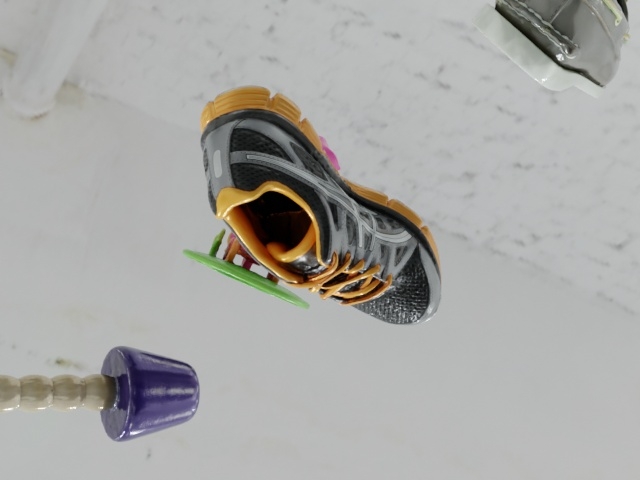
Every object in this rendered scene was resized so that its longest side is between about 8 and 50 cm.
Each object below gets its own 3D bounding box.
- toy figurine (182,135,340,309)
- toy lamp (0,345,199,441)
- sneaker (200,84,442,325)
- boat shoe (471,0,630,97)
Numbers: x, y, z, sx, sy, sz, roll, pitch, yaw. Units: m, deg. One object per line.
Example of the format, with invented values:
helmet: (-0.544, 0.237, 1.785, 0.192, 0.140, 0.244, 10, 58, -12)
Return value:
toy figurine: (-0.042, -0.031, 1.040, 0.130, 0.173, 0.159, 25, -95, -6)
toy lamp: (-0.226, 0.119, 0.825, 0.274, 0.080, 0.080, 3, -119, -29)
sneaker: (0.000, 0.000, 0.676, 0.215, 0.084, 0.083, 39, -145, -31)
boat shoe: (0.214, -0.186, 0.910, 0.109, 0.091, 0.305, 43, -159, 11)
